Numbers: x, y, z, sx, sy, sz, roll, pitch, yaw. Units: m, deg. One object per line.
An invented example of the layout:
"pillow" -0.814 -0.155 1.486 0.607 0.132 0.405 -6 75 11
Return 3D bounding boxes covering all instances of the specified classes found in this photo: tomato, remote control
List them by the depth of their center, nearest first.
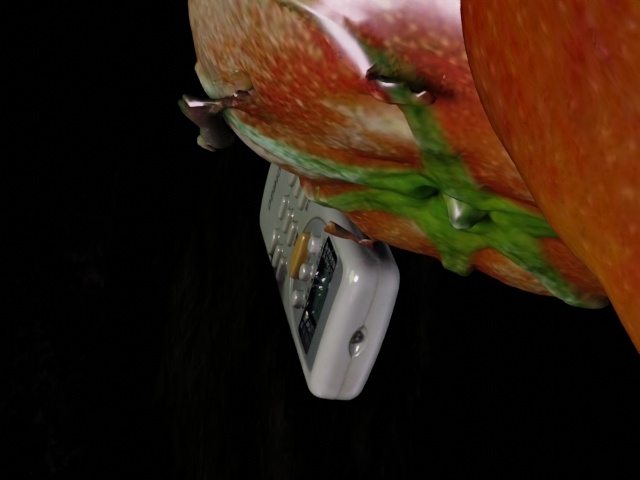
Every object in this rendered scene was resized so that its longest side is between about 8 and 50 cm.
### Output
"tomato" 0.097 -0.114 0.689 0.239 0.303 0.303 -70 14 -15
"remote control" 0.000 0.000 1.254 0.296 0.056 0.140 -111 35 -56

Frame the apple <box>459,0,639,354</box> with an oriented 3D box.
"apple" 0.181 -0.100 0.370 0.317 0.288 0.288 106 162 -46
